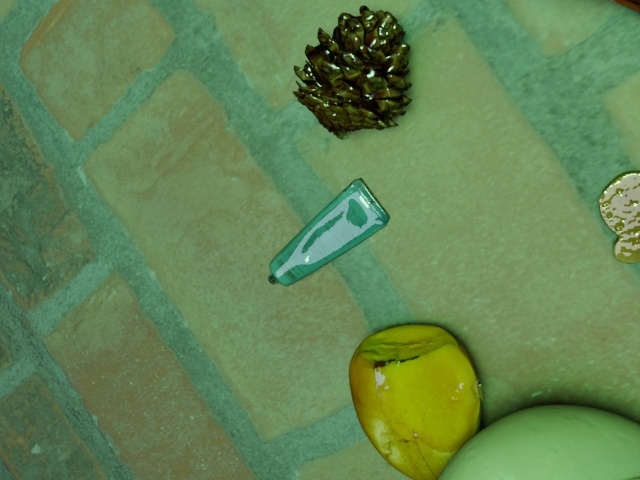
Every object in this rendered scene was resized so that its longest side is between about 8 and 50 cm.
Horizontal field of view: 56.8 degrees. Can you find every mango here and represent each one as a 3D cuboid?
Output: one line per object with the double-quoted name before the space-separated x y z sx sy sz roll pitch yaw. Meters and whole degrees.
"mango" 0.145 0.257 0.880 0.187 0.138 0.257 -9 107 4

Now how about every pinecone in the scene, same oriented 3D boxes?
"pinecone" 0.048 -0.218 0.772 0.173 0.173 0.174 7 108 22

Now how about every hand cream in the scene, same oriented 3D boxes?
"hand cream" 0.000 0.000 0.921 0.224 0.048 0.083 -37 89 22

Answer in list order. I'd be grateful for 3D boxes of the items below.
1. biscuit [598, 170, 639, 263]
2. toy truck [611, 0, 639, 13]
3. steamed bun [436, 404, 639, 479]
"biscuit" 0.413 -0.021 0.740 0.140 0.023 0.118 38 117 9
"toy truck" 0.331 -0.286 0.582 0.252 0.114 0.108 6 116 -26
"steamed bun" 0.301 0.374 0.766 0.373 0.241 0.375 -3 114 -7
